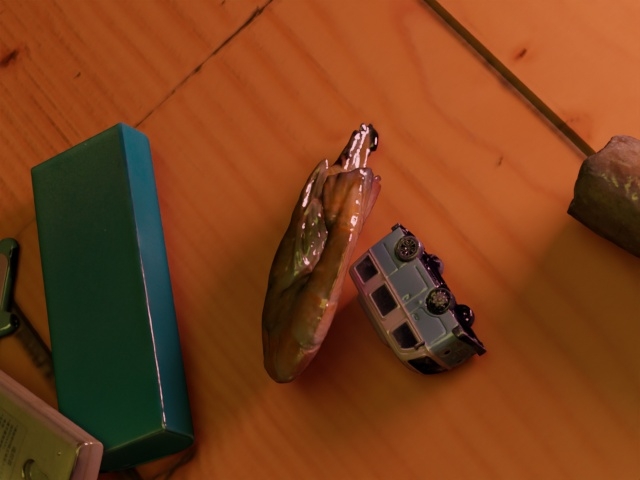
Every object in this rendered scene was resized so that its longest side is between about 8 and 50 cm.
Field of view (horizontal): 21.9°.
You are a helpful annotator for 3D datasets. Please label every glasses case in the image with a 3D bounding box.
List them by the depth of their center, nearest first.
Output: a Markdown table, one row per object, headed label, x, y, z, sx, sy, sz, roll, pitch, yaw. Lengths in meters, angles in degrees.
| label | x | y | z | sx | sy | sz | roll | pitch | yaw |
| --- | --- | --- | --- | --- | --- | --- | --- | --- | --- |
| glasses case | -0.186 | 0.052 | 1.488 | 0.117 | 0.070 | 0.301 | -23 | 65 | 25 |

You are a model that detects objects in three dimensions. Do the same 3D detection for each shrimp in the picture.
| label | x | y | z | sx | sy | sz | roll | pitch | yaw |
| --- | --- | --- | --- | --- | --- | --- | --- | --- | --- |
| shrimp | 0.003 | -0.001 | 1.395 | 0.059 | 0.145 | 0.254 | 24 | 76 | -8 |

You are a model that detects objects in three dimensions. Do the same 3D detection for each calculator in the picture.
| label | x | y | z | sx | sy | sz | roll | pitch | yaw |
| --- | --- | --- | --- | --- | --- | --- | --- | --- | --- |
| calculator | -0.327 | 0.063 | 1.564 | 0.094 | 0.019 | 0.141 | -1 | 69 | 18 |

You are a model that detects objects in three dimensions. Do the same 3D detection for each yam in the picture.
| label | x | y | z | sx | sy | sz | roll | pitch | yaw |
| --- | --- | --- | --- | --- | --- | --- | --- | --- | --- |
| yam | 0.313 | -0.001 | 1.295 | 0.259 | 0.093 | 0.093 | 31 | 83 | 28 |

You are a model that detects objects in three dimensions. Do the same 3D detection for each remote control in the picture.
| label | x | y | z | sx | sy | sz | roll | pitch | yaw |
| --- | --- | --- | --- | --- | --- | --- | --- | --- | --- |
| remote control | -0.280 | 0.174 | 1.457 | 0.233 | 0.038 | 0.098 | 28 | 103 | 40 |

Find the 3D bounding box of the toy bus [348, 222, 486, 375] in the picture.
| label | x | y | z | sx | sy | sz | roll | pitch | yaw |
| --- | --- | --- | --- | --- | --- | --- | --- | --- | --- |
| toy bus | 0.078 | 0.056 | 1.384 | 0.075 | 0.060 | 0.123 | -36 | 59 | 10 |
